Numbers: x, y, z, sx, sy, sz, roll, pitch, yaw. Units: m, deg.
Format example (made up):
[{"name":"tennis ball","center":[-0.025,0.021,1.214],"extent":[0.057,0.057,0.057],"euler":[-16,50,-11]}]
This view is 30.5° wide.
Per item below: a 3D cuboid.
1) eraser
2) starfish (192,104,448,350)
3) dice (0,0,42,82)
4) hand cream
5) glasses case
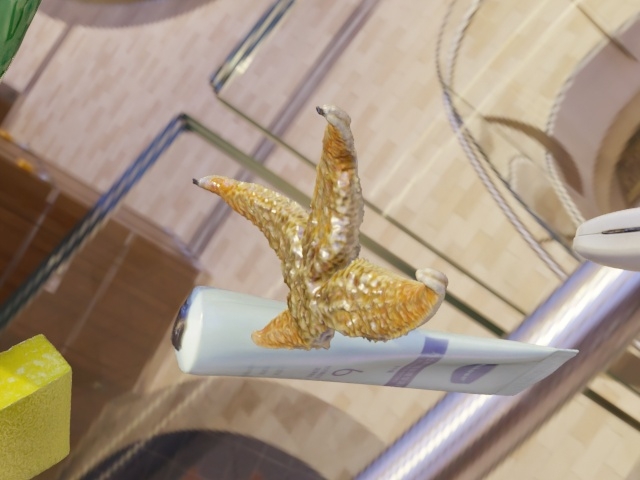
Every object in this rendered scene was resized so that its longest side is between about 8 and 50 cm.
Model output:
[{"name":"eraser","center":[-0.244,0.143,0.908],"extent":[0.045,0.097,0.122],"euler":[43,144,25]},{"name":"starfish","center":[0.001,-0.002,0.712],"extent":[0.247,0.050,0.138],"euler":[-21,88,60]},{"name":"dice","center":[-0.376,-0.206,0.803],"extent":[0.287,0.297,0.300],"euler":[14,77,54]},{"name":"hand cream","center":[0.039,0.086,0.939],"extent":[0.109,0.320,0.067],"euler":[128,145,-56]},{"name":"glasses case","center":[0.340,-0.001,1.123],"extent":[0.233,0.092,0.059],"euler":[-10,70,62]}]
